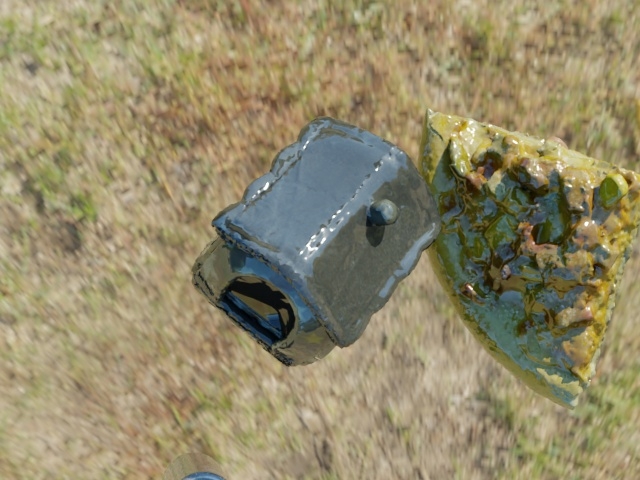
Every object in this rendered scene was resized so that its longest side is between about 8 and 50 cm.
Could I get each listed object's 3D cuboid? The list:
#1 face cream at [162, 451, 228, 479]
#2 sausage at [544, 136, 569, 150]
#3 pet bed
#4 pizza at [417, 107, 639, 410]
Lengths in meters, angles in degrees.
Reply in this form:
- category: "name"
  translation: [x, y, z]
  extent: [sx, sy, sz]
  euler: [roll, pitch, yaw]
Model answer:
- category: "face cream"
  translation: [-0.134, 0.273, 1.806]
  extent: [0.073, 0.283, 0.073]
  euler: [0, 88, -7]
- category: "sausage"
  translation: [0.269, -0.041, 1.867]
  extent: [0.047, 0.176, 0.040]
  euler: [-25, 40, -18]
- category: "pet bed"
  translation: [0.000, 0.000, 1.666]
  extent: [0.183, 0.159, 0.211]
  euler: [42, 57, 0]
- category: "pizza"
  translation: [0.196, 0.017, 1.782]
  extent: [0.258, 0.087, 0.268]
  euler: [19, 103, 29]
